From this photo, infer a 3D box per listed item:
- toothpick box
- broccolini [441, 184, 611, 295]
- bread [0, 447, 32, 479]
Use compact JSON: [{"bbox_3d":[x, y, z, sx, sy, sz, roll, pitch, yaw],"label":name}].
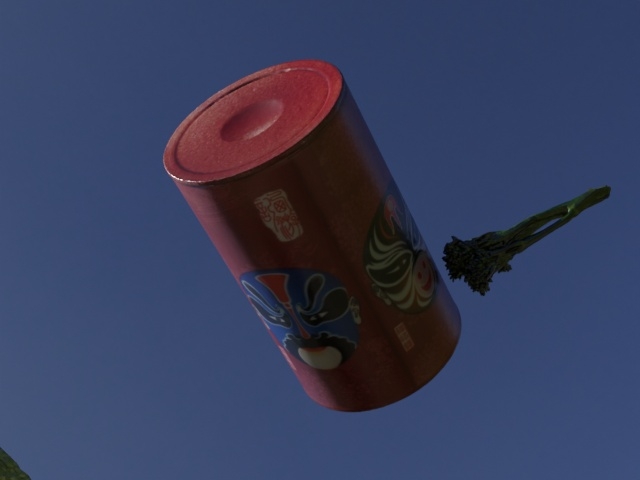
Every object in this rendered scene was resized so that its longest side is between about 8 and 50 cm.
[{"bbox_3d":[0.000,0.000,1.202,0.204,0.204,0.333,-32,-59,-4],"label":"toothpick box"},{"bbox_3d":[0.233,-0.002,1.240,0.201,0.074,0.058,-21,-35,-8],"label":"broccolini"},{"bbox_3d":[-0.241,0.216,0.784,0.111,0.114,0.129,-38,-11,2],"label":"bread"}]
